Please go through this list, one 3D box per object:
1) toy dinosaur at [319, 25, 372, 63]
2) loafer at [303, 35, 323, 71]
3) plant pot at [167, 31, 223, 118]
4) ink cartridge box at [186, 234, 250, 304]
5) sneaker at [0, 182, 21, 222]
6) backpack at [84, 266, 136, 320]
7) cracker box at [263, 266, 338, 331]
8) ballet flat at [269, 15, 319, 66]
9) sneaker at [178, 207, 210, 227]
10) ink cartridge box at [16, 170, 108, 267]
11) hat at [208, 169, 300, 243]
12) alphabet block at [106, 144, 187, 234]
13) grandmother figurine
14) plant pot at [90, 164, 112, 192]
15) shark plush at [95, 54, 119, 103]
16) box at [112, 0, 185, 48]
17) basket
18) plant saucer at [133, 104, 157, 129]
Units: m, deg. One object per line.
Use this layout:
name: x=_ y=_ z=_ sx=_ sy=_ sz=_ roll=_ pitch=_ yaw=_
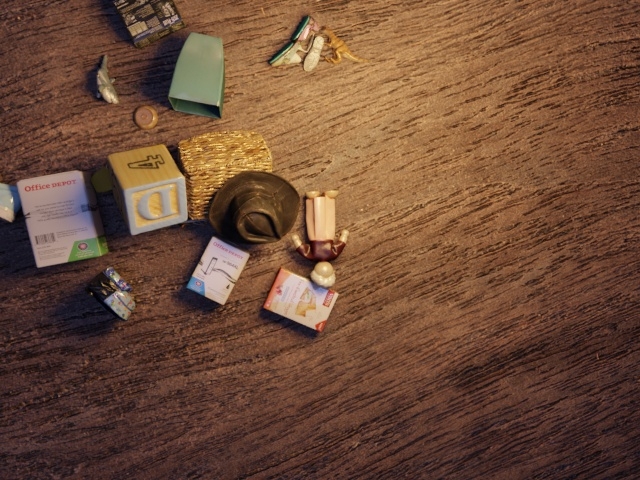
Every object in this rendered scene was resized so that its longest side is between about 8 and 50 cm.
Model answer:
toy dinosaur: x=0.075 y=-0.664 z=1.852 sx=0.211 sy=0.064 sz=0.112 roll=39 pitch=89 yaw=-9
loafer: x=-0.023 y=-0.655 z=1.851 sx=0.045 sy=0.039 sz=0.125 roll=20 pitch=114 yaw=-16
plant pot: x=-0.398 y=-0.553 z=1.761 sx=0.165 sy=0.165 sz=0.234 roll=8 pitch=87 yaw=-8
ink cartridge box: x=-0.358 y=0.100 z=1.862 sx=0.148 sy=0.086 sz=0.203 roll=27 pitch=93 yaw=-8
sneaker: x=-1.148 y=-0.196 z=1.732 sx=0.365 sy=0.135 sz=0.150 roll=27 pitch=72 yaw=-10
backpack: x=-0.695 y=0.187 z=1.794 sx=0.173 sy=0.158 sz=0.117 roll=46 pitch=73 yaw=-7
cracker box: x=-0.072 y=0.213 z=1.917 sx=0.232 sy=0.067 sz=0.156 roll=24 pitch=92 yaw=-9
ballet flat: x=-0.082 y=-0.672 z=1.833 sx=0.079 sy=0.077 sz=0.221 roll=39 pitch=90 yaw=-31
sneaker: x=-0.405 y=-0.094 z=1.848 sx=0.214 sy=0.084 sz=0.083 roll=-3 pitch=119 yaw=-9
ink cartridge box: x=-0.855 y=-0.074 z=1.766 sx=0.211 sy=0.121 sz=0.289 roll=-10 pitch=97 yaw=-6
hat: x=-0.197 y=-0.070 z=1.757 sx=0.331 sy=0.134 sz=0.331 roll=-15 pitch=135 yaw=-15
alphabet block: x=-0.555 y=-0.167 z=1.702 sx=0.193 sy=0.197 sz=0.192 roll=-16 pitch=138 yaw=-27
grandmother figurine: x=0.000 y=0.000 z=1.874 sx=0.207 sy=0.104 sz=0.343 roll=-4 pitch=87 yaw=1
plant pot: x=-0.727 y=-0.203 z=1.794 sx=0.083 sy=0.081 sz=0.081 roll=-24 pitch=98 yaw=7
shark plush: x=-0.724 y=-0.541 z=1.788 sx=0.067 sy=0.073 sz=0.161 roll=-4 pitch=75 yaw=-26
box: x=-0.567 y=-0.752 z=1.757 sx=0.180 sy=0.077 sz=0.147 roll=-28 pitch=98 yaw=-3
basket: x=-0.327 y=-0.228 z=1.794 sx=0.299 sy=0.213 sz=0.223 roll=-11 pitch=136 yaw=-17
plant saucer: x=-0.604 y=-0.425 z=1.817 sx=0.083 sy=0.015 sz=0.083 roll=-1 pitch=96 yaw=-7
